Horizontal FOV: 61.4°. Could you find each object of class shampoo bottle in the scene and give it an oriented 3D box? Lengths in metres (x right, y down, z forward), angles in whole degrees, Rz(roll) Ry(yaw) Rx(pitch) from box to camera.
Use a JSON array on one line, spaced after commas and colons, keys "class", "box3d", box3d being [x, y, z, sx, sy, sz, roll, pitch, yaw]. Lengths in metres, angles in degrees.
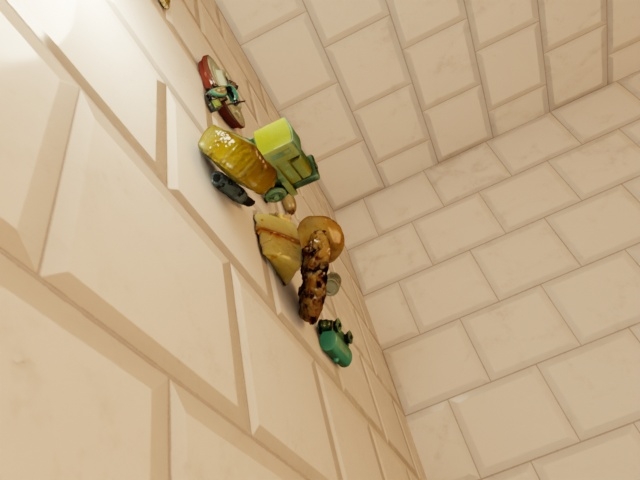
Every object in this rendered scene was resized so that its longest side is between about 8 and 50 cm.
[{"class": "shampoo bottle", "box3d": [0.058, 0.208, 2.645, 0.262, 0.085, 0.085, -47, 112, -82]}]

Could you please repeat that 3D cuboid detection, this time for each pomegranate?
[{"class": "pomegranate", "box3d": [0.000, -0.005, 2.432, 0.233, 0.233, 0.233, -25, 90, -82]}]

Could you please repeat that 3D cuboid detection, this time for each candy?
[{"class": "candy", "box3d": [-0.244, -0.241, 1.599, 0.260, 0.118, 0.260, 39, -1, 0]}]

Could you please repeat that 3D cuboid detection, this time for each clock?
[{"class": "clock", "box3d": [-0.385, -0.601, 2.179, 0.318, 0.080, 0.318, -24, 90, -82]}]

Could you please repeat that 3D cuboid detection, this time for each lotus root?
[{"class": "lotus root", "box3d": [-0.147, -0.178, 2.535, 0.073, 0.062, 0.150, 55, 14, -54]}]

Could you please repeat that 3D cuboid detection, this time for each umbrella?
[{"class": "umbrella", "box3d": [-0.271, -0.154, 1.676, 0.053, 0.052, 0.250, 41, 0, 20]}]

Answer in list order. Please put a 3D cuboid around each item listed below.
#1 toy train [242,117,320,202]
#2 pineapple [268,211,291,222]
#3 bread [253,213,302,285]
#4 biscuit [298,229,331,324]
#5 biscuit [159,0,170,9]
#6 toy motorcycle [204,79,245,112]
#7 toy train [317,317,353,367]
[{"class": "toy train", "box3d": [-0.165, -0.299, 2.095, 0.397, 0.253, 0.160, 49, 19, -61]}, {"class": "pineapple", "box3d": [-0.161, -0.087, 2.152, 0.114, 0.077, 0.114, 34, 26, -50]}, {"class": "bread", "box3d": [-0.173, 0.022, 1.880, 0.178, 0.135, 0.240, 22, 32, -27]}, {"class": "biscuit", "box3d": [-0.032, 0.128, 1.859, 0.289, 0.081, 0.334, -96, -165, -57]}, {"class": "biscuit", "box3d": [-0.601, -0.948, 1.997, 0.236, 0.026, 0.131, -107, 171, -49]}, {"class": "toy motorcycle", "box3d": [-0.357, -0.539, 1.999, 0.173, 0.058, 0.100, -35, 100, -46]}, {"class": "toy train", "box3d": [0.059, 0.398, 2.086, 0.248, 0.101, 0.159, 55, 29, -51]}]
